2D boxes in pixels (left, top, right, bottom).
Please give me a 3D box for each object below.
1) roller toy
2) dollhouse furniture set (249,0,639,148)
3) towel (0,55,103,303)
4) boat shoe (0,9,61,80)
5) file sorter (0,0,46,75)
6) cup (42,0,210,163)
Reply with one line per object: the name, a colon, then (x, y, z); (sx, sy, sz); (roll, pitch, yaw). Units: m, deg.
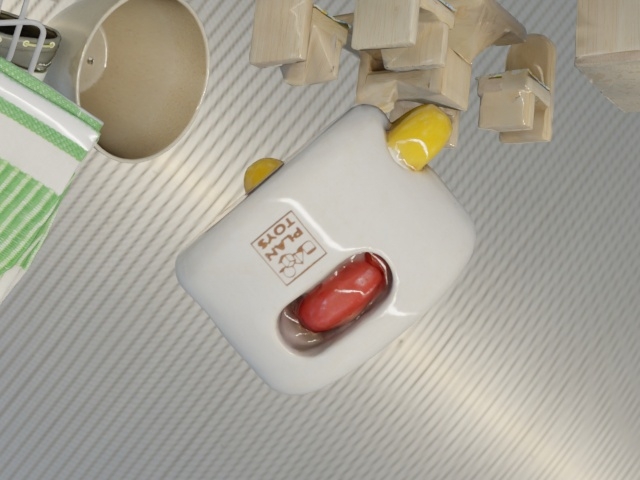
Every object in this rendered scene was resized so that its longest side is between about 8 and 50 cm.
roller toy: (0.000, 0.000, 0.650); (0.146, 0.209, 0.191); (50, 56, -7)
dollhouse furniture set: (0.188, -0.276, 1.004); (0.362, 0.394, 0.256); (17, 77, -53)
towel: (-0.319, -0.007, 0.593); (0.248, 0.038, 0.325); (32, 109, -11)
boat shoe: (-0.572, -0.355, 1.480); (0.305, 0.109, 0.091); (18, 119, -43)
file sorter: (-0.505, -0.324, 1.210); (0.173, 0.193, 0.277); (-13, 66, -38)
cup: (-0.414, -0.340, 1.768); (0.331, 0.237, 0.331); (-32, 133, -42)
